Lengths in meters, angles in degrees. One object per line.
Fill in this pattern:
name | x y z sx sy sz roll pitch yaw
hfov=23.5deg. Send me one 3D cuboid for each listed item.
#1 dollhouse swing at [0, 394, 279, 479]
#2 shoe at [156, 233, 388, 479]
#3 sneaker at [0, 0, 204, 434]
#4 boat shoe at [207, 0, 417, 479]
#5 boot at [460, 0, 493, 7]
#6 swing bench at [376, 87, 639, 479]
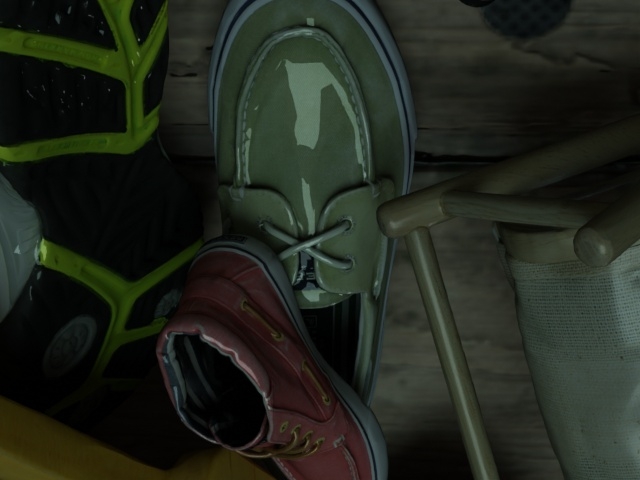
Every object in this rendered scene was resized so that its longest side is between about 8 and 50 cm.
dollhouse swing | -0.209 0.245 0.795 0.346 0.315 0.305 -13 164 30
shoe | -0.025 0.089 0.770 0.063 0.081 0.178 -13 118 26
sneaker | -0.157 -0.037 0.790 0.147 0.145 0.385 31 138 25
boat shoe | 0.000 0.000 0.815 0.109 0.094 0.302 -3 124 3
boot | 0.170 -0.187 0.689 0.083 0.246 0.161 65 151 1
swing bench | 0.201 0.058 0.761 0.254 0.165 0.253 -24 107 -27
